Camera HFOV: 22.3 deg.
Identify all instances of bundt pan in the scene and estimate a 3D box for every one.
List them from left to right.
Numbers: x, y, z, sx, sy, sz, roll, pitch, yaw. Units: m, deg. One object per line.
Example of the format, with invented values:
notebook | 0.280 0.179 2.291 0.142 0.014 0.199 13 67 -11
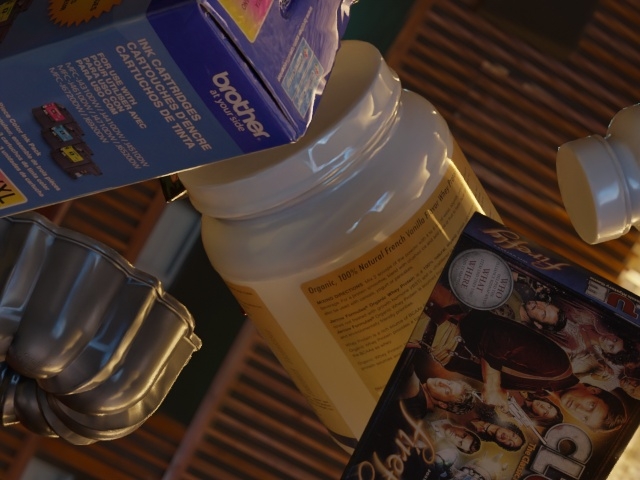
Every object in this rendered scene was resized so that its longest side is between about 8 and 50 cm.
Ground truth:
bundt pan | -0.290 0.093 1.564 0.331 0.331 0.124 -18 -135 55

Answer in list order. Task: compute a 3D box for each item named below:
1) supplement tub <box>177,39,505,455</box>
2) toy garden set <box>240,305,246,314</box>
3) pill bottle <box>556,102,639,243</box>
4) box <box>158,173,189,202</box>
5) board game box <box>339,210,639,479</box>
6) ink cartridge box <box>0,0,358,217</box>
supplement tub | 0.040 0.012 1.377 0.228 0.316 0.228 -25 -152 14
toy garden set | 0.000 0.000 1.814 0.049 0.204 0.244 118 -32 -44
pill bottle | 0.290 -0.063 1.300 0.187 0.112 0.112 -16 -153 -8
box | -0.130 -0.218 1.681 0.295 0.073 0.293 -30 -99 60
board game box | 0.127 0.120 1.127 0.243 0.165 0.042 -67 172 30
ink cartridge box | -0.119 -0.188 1.285 0.395 0.151 0.270 -10 -138 32
